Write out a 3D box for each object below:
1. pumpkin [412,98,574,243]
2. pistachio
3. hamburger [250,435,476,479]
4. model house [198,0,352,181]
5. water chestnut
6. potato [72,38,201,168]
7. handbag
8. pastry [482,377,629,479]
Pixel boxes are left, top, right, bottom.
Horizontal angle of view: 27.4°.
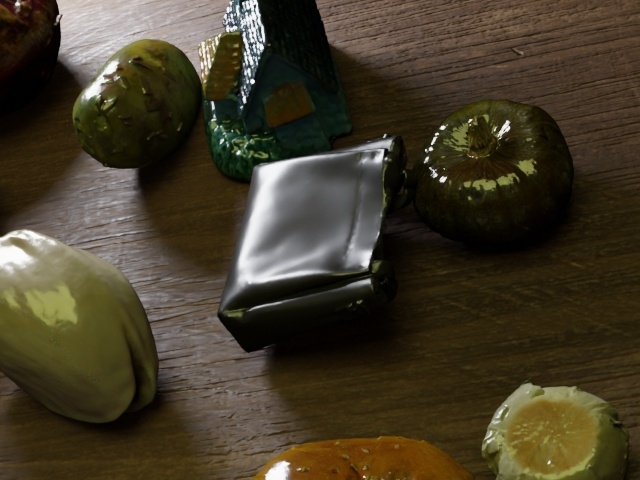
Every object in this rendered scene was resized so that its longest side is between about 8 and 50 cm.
[{"bbox_3d":[0.230,-0.100,1.738,0.219,0.162,0.219,-13,46,14],"label":"pumpkin"},{"bbox_3d":[-0.350,0.115,1.754,0.332,0.208,0.226,31,111,21],"label":"pistachio"},{"bbox_3d":[0.053,0.346,1.389,0.290,0.170,0.314,-8,41,-14],"label":"hamburger"},{"bbox_3d":[-0.097,-0.268,1.944,0.226,0.241,0.261,-17,49,3],"label":"model house"},{"bbox_3d":[-0.598,-0.360,2.159,0.351,0.302,0.350,-13,50,16],"label":"water chestnut"},{"bbox_3d":[-0.270,-0.213,2.019,0.141,0.176,0.298,7,32,23],"label":"potato"},{"bbox_3d":[0.000,0.000,1.731,0.257,0.113,0.285,-16,45,33],"label":"handbag"},{"bbox_3d":[0.268,0.239,1.490,0.166,0.088,0.165,-10,48,12],"label":"pastry"}]
